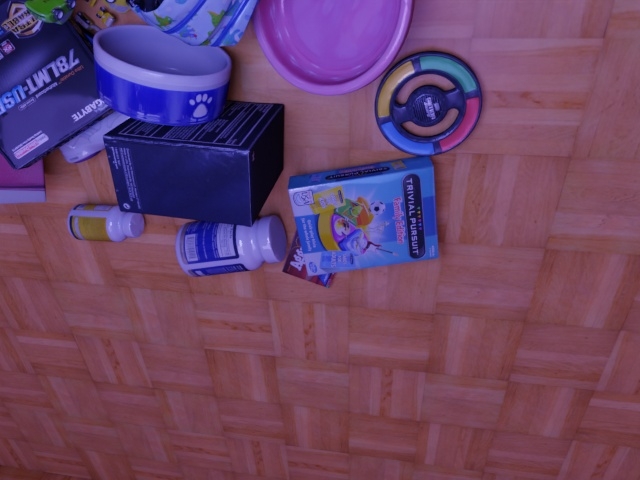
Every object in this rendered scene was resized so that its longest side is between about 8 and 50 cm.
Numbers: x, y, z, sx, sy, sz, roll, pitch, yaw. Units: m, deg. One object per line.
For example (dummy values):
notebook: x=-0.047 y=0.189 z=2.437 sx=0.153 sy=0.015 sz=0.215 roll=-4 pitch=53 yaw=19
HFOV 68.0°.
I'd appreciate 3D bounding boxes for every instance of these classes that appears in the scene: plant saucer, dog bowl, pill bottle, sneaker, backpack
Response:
plant saucer: x=0.024 y=-0.450 z=0.901 sx=0.332 sy=0.084 sz=0.332 roll=12 pitch=116 yaw=25
dog bowl: x=-0.320 y=-0.344 z=0.977 sx=0.265 sy=0.265 sz=0.104 roll=17 pitch=127 yaw=-1
pill bottle: x=-0.234 y=0.011 z=1.264 sx=0.264 sy=0.153 sz=0.153 roll=-7 pitch=122 yaw=16
sneaker: x=-0.544 y=-0.293 z=1.147 sx=0.305 sy=0.114 sz=0.152 roll=-17 pitch=120 yaw=21
backpack: x=-0.194 y=-0.520 z=0.817 sx=0.290 sy=0.273 sz=0.355 roll=42 pitch=97 yaw=30
pill bottle: x=-0.597 y=-0.048 z=1.328 sx=0.184 sy=0.103 sz=0.103 roll=3 pitch=124 yaw=10

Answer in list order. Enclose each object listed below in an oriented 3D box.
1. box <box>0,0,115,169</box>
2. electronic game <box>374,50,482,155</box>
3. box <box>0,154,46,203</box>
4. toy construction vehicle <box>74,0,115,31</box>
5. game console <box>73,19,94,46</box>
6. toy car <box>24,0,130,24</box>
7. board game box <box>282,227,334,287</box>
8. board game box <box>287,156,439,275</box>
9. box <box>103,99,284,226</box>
box: x=-0.627 y=-0.353 z=1.025 sx=0.295 sy=0.073 sz=0.293 roll=-31 pitch=105 yaw=2
electronic game: x=0.232 y=-0.291 z=1.033 sx=0.229 sy=0.048 sz=0.229 roll=5 pitch=124 yaw=8
box: x=-0.772 y=-0.227 z=1.195 sx=0.127 sy=0.148 sz=0.232 roll=-6 pitch=132 yaw=-30
toy construction vehicle: x=-0.499 y=-0.502 z=1.051 sx=0.098 sy=0.035 sz=0.086 roll=42 pitch=121 yaw=-7
game console: x=-0.568 y=-0.423 z=1.078 sx=0.144 sy=0.085 sz=0.124 roll=36 pitch=86 yaw=-12
toy car: x=-0.501 y=-0.495 z=0.951 sx=0.239 sy=0.225 sz=0.053 roll=28 pitch=144 yaw=-9
board game box: x=0.000 y=0.000 z=1.287 sx=0.145 sy=0.027 sz=0.281 roll=20 pitch=125 yaw=-1
board game box: x=0.110 y=-0.055 z=1.166 sx=0.336 sy=0.079 sz=0.254 roll=-8 pitch=122 yaw=6
box: x=-0.253 y=-0.186 z=1.049 sx=0.294 sy=0.296 sz=0.183 roll=6 pitch=124 yaw=8
